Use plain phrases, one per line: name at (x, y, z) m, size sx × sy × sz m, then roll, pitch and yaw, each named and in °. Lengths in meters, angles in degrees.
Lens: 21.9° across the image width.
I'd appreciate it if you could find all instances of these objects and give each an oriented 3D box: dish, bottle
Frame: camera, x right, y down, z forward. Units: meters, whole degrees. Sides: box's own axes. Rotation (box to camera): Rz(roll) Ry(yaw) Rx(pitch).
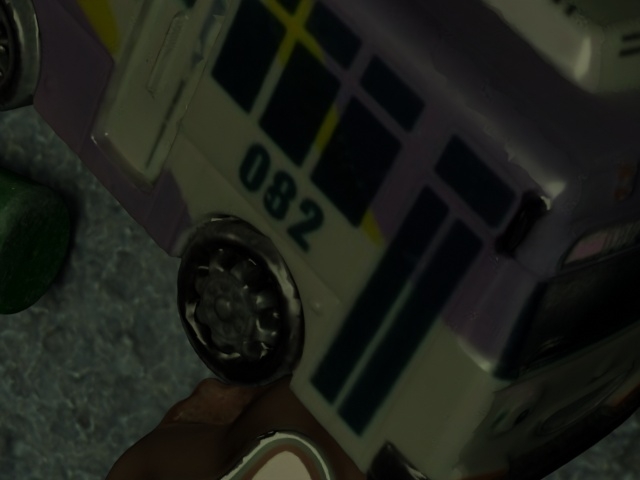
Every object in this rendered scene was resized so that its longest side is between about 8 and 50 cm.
dish at (-0.039, 0.167, 0.950) m, size 0.213 × 0.090 × 0.213 m, roll -2°, pitch 84°, yaw 16°
bottle at (-0.320, -0.045, 1.092) m, size 0.330 × 0.093 × 0.093 m, roll 22°, pitch 105°, yaw 23°

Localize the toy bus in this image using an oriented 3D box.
toy bus at (0.006, -0.104, 0.809) m, size 0.440 × 0.209 × 0.249 m, roll 47°, pitch 132°, yaw 22°
